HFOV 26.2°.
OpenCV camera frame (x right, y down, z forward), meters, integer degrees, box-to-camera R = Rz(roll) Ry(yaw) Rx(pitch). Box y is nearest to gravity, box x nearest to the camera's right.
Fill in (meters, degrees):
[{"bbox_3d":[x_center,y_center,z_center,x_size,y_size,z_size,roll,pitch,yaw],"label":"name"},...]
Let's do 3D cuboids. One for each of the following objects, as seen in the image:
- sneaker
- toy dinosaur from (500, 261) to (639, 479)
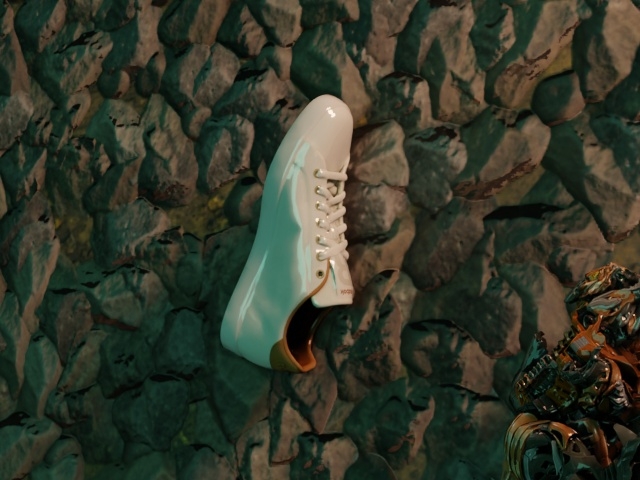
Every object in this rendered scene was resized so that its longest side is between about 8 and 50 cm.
[{"bbox_3d":[0.000,0.000,1.420,0.123,0.106,0.290,23,102,29],"label":"sneaker"},{"bbox_3d":[0.240,0.188,1.207,0.218,0.164,0.322,23,111,50],"label":"toy dinosaur"}]
